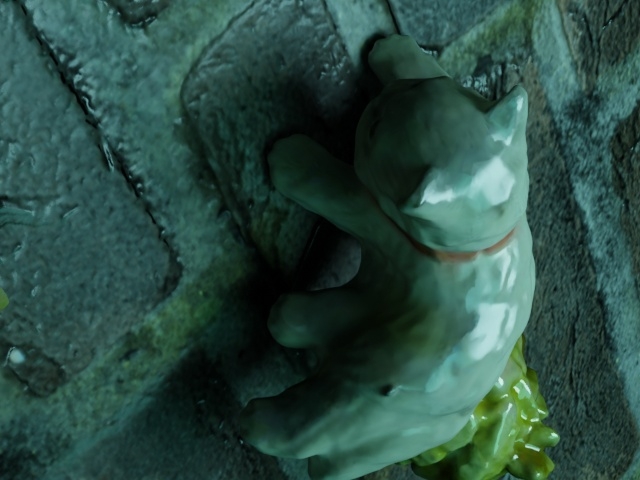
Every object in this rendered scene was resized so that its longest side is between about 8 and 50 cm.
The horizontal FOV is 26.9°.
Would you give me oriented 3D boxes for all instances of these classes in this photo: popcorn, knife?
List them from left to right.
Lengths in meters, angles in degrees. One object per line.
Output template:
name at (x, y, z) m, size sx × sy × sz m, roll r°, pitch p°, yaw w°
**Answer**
knife at (0.000, 0.000, 1.103) m, size 0.023 × 0.010 × 0.170 m, roll 16°, pitch 101°, yaw -48°
popcorn at (0.116, 0.136, 1.158) m, size 0.187 × 0.185 × 0.167 m, roll 29°, pitch 89°, yaw -22°

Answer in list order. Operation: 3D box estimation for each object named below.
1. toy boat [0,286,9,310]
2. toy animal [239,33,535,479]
toy boat at (-0.276, -0.070, 0.644) m, size 0.136 × 0.162 × 0.445 m, roll -49°, pitch 150°, yaw -18°
toy animal at (0.060, 0.028, 0.982) m, size 0.308 × 0.188 × 0.266 m, roll -41°, pitch 107°, yaw -17°
